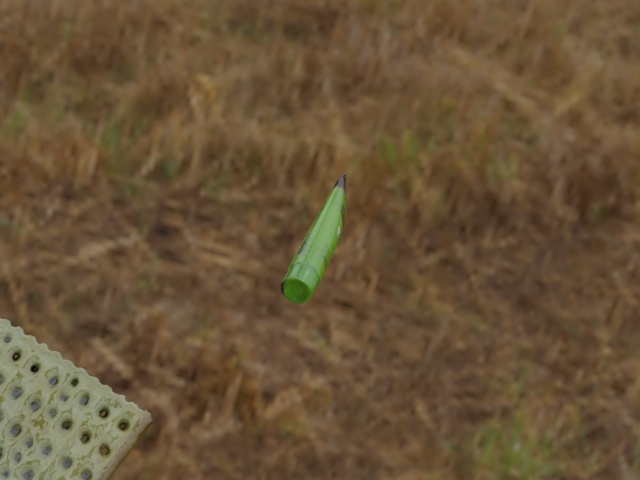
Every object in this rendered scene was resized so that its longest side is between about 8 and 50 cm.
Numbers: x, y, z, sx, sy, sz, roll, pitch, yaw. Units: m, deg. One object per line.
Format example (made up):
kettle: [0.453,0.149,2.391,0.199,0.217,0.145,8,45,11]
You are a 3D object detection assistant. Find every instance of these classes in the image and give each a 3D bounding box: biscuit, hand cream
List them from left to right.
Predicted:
biscuit: [-0.280,0.149,1.765,0.231,0.016,0.139,32,70,11]
hand cream: [0.000,0.000,1.357,0.023,0.036,0.122,7,35,13]
